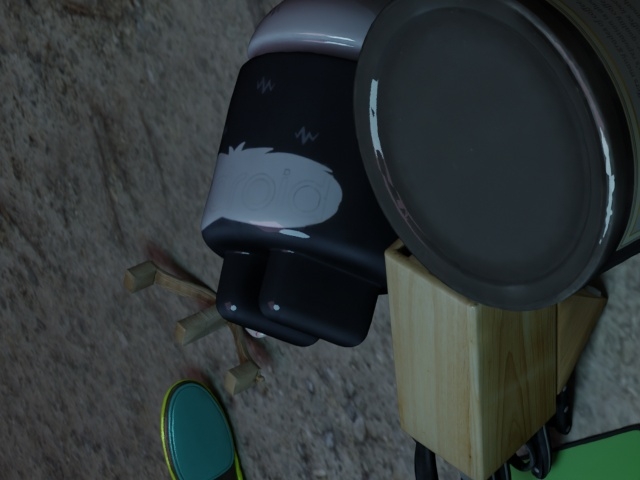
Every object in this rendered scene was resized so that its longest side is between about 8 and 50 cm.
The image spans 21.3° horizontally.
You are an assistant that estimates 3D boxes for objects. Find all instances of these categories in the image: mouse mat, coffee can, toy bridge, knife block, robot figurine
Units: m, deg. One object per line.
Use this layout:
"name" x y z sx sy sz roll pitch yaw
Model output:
"mouse mat" 0.238 0.237 1.410 0.189 0.007 0.153 -26 89 54
"coffee can" 0.187 -0.098 1.064 0.201 0.275 0.201 27 129 39
"toy bridge" -0.116 0.082 1.696 0.188 0.063 0.026 42 137 29
"knife block" 0.110 0.125 1.316 0.088 0.275 0.242 31 102 31
"robot figurine" 0.008 -0.059 1.324 0.209 0.173 0.278 9 76 15

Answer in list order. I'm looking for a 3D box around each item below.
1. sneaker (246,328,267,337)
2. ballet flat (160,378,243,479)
"sneaker" -0.037 0.058 1.602 0.134 0.051 0.070 7 116 52
"ballet flat" -0.118 0.255 1.792 0.231 0.077 0.077 68 159 -7
